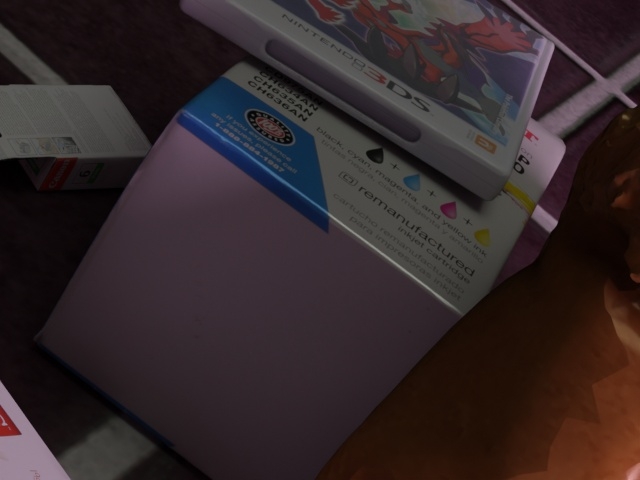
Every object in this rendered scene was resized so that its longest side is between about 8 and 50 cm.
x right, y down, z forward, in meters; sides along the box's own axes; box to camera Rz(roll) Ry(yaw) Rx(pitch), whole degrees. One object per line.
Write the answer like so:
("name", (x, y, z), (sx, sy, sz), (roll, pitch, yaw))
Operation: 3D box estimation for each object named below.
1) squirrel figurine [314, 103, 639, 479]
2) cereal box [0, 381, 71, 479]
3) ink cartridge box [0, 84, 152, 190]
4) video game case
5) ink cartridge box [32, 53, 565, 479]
("squirrel figurine", (0.230, 0.133, 0.658), (0.370, 0.397, 0.281), (42, 32, 19))
("cereal box", (-0.174, 0.109, 0.579), (0.173, 0.047, 0.240), (50, 18, 20))
("ink cartridge box", (-0.156, -0.060, 0.899), (0.115, 0.029, 0.063), (-6, 51, -46))
("video game case", (0.035, -0.116, 0.841), (0.183, 0.023, 0.201), (32, 29, -2))
("ink cartridge box", (0.000, 0.000, 0.835), (0.171, 0.168, 0.233), (36, 31, 2))
